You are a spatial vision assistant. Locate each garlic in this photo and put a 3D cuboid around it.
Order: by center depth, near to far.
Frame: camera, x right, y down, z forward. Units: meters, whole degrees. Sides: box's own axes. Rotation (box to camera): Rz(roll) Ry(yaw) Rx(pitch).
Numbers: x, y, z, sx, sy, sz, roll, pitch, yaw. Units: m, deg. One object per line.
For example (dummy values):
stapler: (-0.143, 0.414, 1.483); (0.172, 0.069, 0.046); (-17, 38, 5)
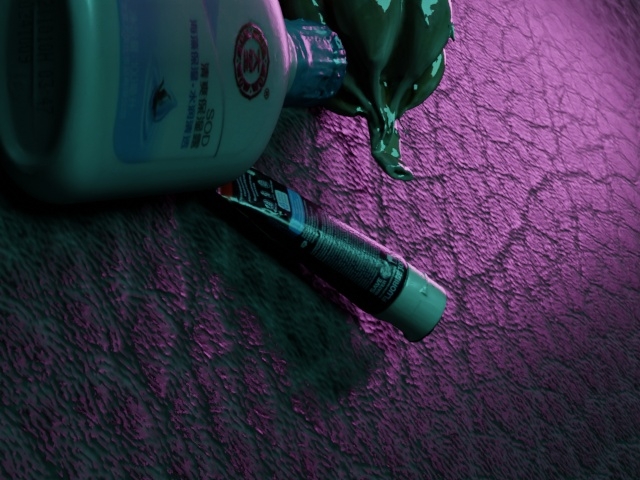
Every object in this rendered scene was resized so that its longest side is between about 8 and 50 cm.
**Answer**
garlic: (0.036, -0.135, 1.432); (0.131, 0.127, 0.194); (1, 60, -8)

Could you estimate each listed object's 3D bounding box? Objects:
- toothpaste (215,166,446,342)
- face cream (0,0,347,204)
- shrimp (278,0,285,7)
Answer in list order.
toothpaste: (0.000, 0.000, 1.248); (0.193, 0.045, 0.071); (34, 20, -25)
face cream: (-0.081, -0.109, 1.137); (0.337, 0.080, 0.163); (-8, 101, -64)
shrimp: (-0.046, -0.250, 1.546); (0.161, 0.034, 0.091); (68, 15, 19)
